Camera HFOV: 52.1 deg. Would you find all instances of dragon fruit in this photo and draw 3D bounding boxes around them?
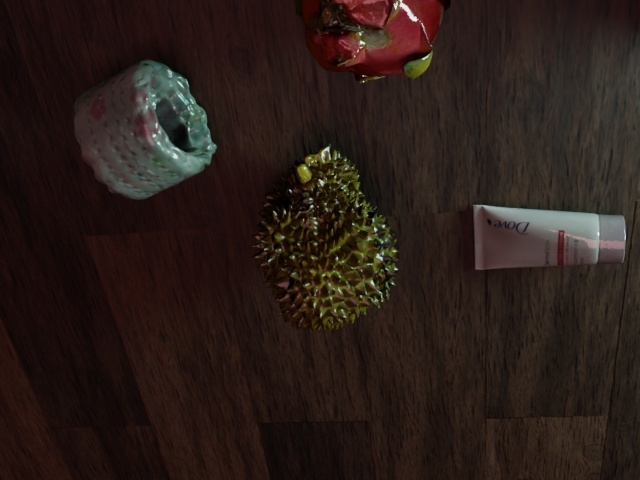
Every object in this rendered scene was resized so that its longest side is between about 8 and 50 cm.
[{"bbox_3d":[0.068,-0.325,0.891,0.223,0.227,0.224,1,112,2],"label":"dragon fruit"}]

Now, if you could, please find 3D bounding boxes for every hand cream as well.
[{"bbox_3d":[0.388,-0.006,1.127,0.247,0.083,0.133,-2,118,18],"label":"hand cream"}]

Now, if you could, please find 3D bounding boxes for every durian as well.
[{"bbox_3d":[0.002,0.001,1.074,0.258,0.258,0.293,-15,89,14],"label":"durian"}]

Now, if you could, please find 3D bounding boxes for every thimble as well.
[{"bbox_3d":[-0.273,-0.169,1.043,0.149,0.186,0.211,-20,150,19],"label":"thimble"}]
